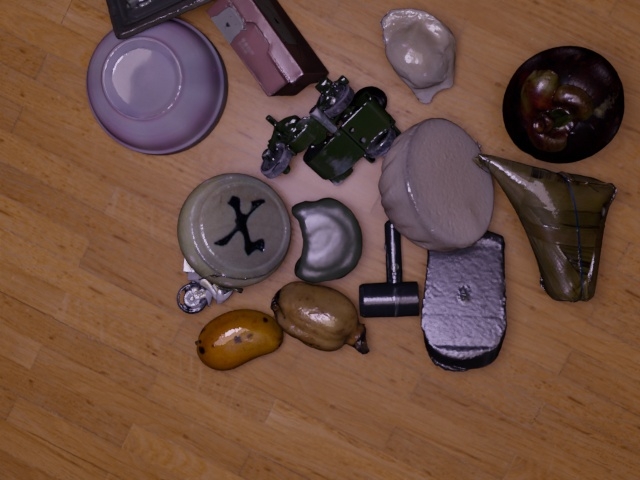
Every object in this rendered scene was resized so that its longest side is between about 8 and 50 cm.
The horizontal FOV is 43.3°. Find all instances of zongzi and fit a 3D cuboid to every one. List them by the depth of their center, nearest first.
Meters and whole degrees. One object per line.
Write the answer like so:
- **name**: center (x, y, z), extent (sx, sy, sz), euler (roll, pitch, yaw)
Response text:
- **zongzi**: center (0.416, -0.018, 1.575), extent (0.289, 0.123, 0.260), euler (9, 94, -13)

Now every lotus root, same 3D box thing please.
- **lotus root**: center (0.006, 0.158, 1.630), extent (0.221, 0.118, 0.125), euler (22, 140, 5)

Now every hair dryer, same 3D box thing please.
- **hair dryer**: center (0.138, 0.048, 1.646), extent (0.124, 0.071, 0.219), euler (0, 87, 3)

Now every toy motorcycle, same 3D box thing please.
- **toy motorcycle**: center (0.019, -0.203, 1.605), extent (0.275, 0.127, 0.205), euler (-42, 122, 14)
- **toy motorcycle**: center (-0.213, 0.043, 1.655), extent (0.151, 0.074, 0.228), euler (10, 85, -7)

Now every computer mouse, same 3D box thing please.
- **computer mouse**: center (0.291, 0.118, 1.633), extent (0.168, 0.087, 0.295), euler (3, 81, 9)

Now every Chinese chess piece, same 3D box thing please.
- **Chinese chess piece**: center (-0.167, -0.017, 1.593), extent (0.238, 0.092, 0.237), euler (4, 80, -25)

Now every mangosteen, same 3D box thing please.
- **mangosteen**: center (0.448, -0.247, 1.508), extent (0.228, 0.265, 0.228), euler (9, 113, 23)

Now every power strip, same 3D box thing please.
- **power strip**: center (-0.313, -0.536, 1.564), extent (0.251, 0.092, 0.257), euler (-21, 57, -2)

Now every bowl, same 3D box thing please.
- **bowl**: center (-0.336, -0.314, 1.603), extent (0.287, 0.144, 0.287), euler (0, 94, 2)

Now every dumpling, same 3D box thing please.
- **dumpling**: center (0.200, -0.371, 1.590), extent (0.136, 0.118, 0.199), euler (-24, 114, 6)

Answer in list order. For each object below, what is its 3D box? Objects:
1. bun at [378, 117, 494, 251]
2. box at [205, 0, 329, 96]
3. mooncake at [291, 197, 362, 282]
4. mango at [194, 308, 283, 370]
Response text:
- **bun**: center (0.199, -0.095, 1.575), extent (0.175, 0.263, 0.263), euler (-19, 94, 47)
- **box**: center (-0.098, -0.382, 1.554), extent (0.086, 0.215, 0.215), euler (-35, 92, 18)
- **mooncake**: center (0.000, 0.000, 1.621), extent (0.168, 0.104, 0.175), euler (30, 89, -11)
- **mango**: center (-0.169, 0.199, 1.657), extent (0.178, 0.090, 0.115), euler (-22, 102, 1)
